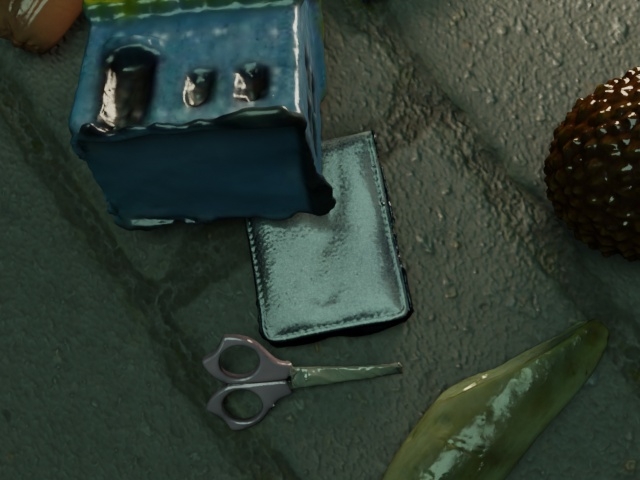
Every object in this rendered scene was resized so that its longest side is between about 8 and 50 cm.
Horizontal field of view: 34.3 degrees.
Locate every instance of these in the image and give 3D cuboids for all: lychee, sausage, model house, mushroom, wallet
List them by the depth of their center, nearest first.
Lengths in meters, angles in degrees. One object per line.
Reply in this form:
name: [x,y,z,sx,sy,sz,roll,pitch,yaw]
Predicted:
lychee: [0.342,-0.077,1.031,0.238,0.200,0.200,-5,81,17]
mushroom: [0.160,0.196,1.059,0.107,0.087,0.333,40,83,5]
model house: [-0.110,-0.177,1.075,0.237,0.215,0.303,-3,59,7]
wallet: [0.000,0.000,1.128,0.167,0.036,0.222,-12,79,4]
sausage: [-0.268,-0.338,1.177,0.086,0.086,0.289,33,85,9]

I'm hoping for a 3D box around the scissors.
scissors: [-0.018,0.144,1.105,0.212,0.021,0.110,-5,108,-4]
